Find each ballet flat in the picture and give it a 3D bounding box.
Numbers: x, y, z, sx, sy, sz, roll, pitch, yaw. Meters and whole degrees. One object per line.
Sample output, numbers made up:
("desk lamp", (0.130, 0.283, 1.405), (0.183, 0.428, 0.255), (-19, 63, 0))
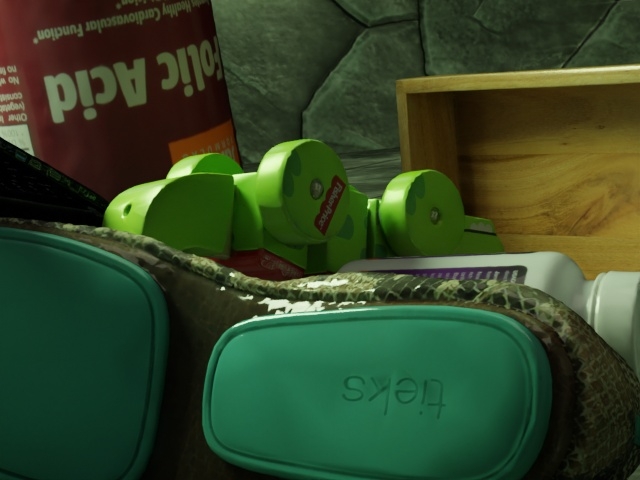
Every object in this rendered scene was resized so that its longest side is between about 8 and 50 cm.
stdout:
("ballet flat", (-0.048, 0.086, 0.936), (0.482, 0.164, 0.182), (4, -11, 29))

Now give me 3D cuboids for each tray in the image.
("tray", (0.227, -0.037, 1.334), (0.076, 0.203, 0.411), (-10, 8, -37))

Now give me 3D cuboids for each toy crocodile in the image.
("toy crocodile", (0.000, 0.000, 1.140), (0.115, 0.105, 0.340), (-5, -9, 40))

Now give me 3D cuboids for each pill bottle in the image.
("pill bottle", (0.107, 0.062, 1.043), (0.193, 0.108, 0.108), (-3, 8, 24))
("pill bottle", (-0.191, -0.117, 1.486), (0.224, 0.392, 0.224), (-10, 12, 2))

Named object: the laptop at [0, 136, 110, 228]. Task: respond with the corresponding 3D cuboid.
("laptop", (-0.262, 0.011, 1.092), (0.234, 0.137, 0.264), (8, -13, 29))
